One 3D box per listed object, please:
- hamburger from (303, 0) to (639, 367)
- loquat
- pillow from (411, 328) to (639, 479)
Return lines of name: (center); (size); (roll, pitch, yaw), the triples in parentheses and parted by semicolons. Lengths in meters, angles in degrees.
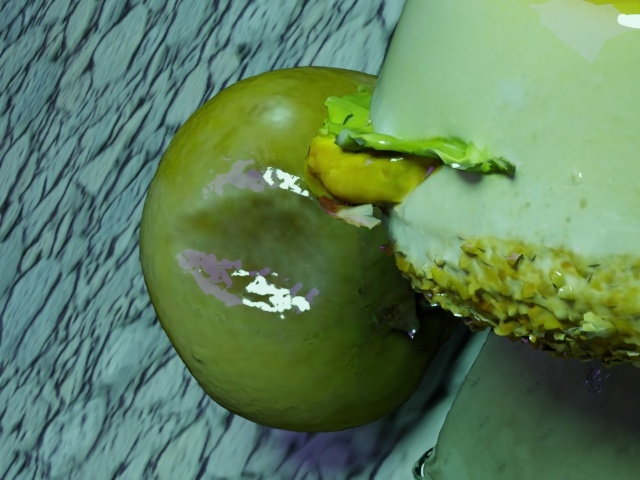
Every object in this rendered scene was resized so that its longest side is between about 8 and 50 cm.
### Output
hamburger: (0.155, -0.045, 0.722); (0.294, 0.276, 0.179); (14, 114, 26)
loquat: (-0.004, 0.004, 0.993); (0.213, 0.213, 0.213); (-34, 44, 40)
pillow: (0.161, 0.095, 0.805); (0.185, 0.075, 0.302); (-60, 35, 4)
